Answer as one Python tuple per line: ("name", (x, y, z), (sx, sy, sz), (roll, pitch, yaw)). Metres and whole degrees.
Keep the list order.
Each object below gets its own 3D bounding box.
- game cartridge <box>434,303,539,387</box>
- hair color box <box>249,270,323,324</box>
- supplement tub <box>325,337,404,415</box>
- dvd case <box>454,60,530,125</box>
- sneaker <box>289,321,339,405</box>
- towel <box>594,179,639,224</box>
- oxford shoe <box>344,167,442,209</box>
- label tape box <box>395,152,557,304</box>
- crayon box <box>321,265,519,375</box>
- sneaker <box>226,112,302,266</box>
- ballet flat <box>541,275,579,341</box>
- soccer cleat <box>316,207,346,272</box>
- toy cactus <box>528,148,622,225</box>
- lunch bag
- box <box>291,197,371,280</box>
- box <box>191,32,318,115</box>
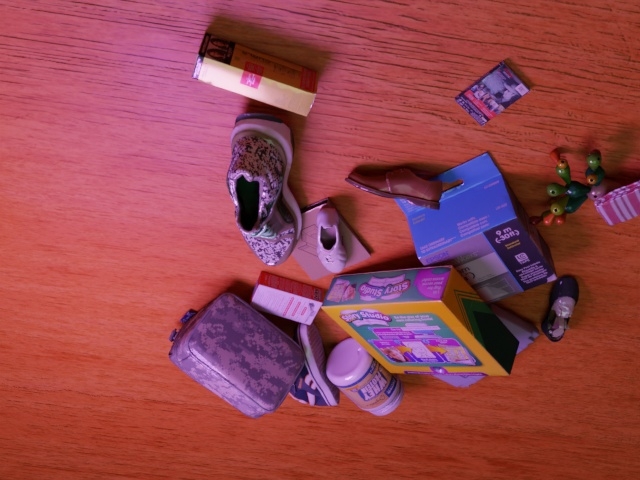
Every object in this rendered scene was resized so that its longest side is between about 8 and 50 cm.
("game cartridge", (0.398, 0.274, 1.990), (0.196, 0.060, 0.294), (26, 130, -24))
("hair color box", (-0.086, 0.145, 1.903), (0.167, 0.053, 0.093), (18, 131, -11))
("supplement tub", (0.123, 0.367, 2.034), (0.144, 0.144, 0.200), (-25, 127, 26))
("dvd case", (0.336, -0.286, 1.488), (0.087, 0.013, 0.119), (36, 127, -26))
("sneaker", (-0.043, 0.343, 2.039), (0.127, 0.126, 0.321), (-8, 131, 13))
("towel", (0.682, -0.098, 1.596), (0.197, 0.029, 0.144), (-26, 151, 22))
("oxford shoe", (0.159, -0.124, 1.631), (0.212, 0.076, 0.076), (12, 97, 2))
("label tape box", (0.343, -0.004, 1.692), (0.240, 0.106, 0.334), (-25, 127, 25))
("crayon box", (0.234, 0.198, 1.809), (0.362, 0.106, 0.313), (-8, 136, 44))
("sneaker", (-0.141, -0.064, 1.598), (0.157, 0.182, 0.411), (10, 140, 14))
("ballet flat", (0.594, 0.178, 1.870), (0.074, 0.074, 0.203), (4, 133, 0))
("soccer cleat", (0.020, 0.012, 1.722), (0.068, 0.076, 0.196), (-4, 133, 6))
("toy cactus", (0.545, -0.111, 1.598), (0.180, 0.112, 0.219), (-1, 134, -21))
("lunch bag", (-0.229, 0.300, 1.926), (0.305, 0.213, 0.256), (38, 147, -9))
("box", (0.000, 0.000, 1.781), (0.164, 0.021, 0.201), (-22, 127, 23))
("box", (-0.122, -0.315, 1.446), (0.232, 0.087, 0.058), (18, 132, -11))
